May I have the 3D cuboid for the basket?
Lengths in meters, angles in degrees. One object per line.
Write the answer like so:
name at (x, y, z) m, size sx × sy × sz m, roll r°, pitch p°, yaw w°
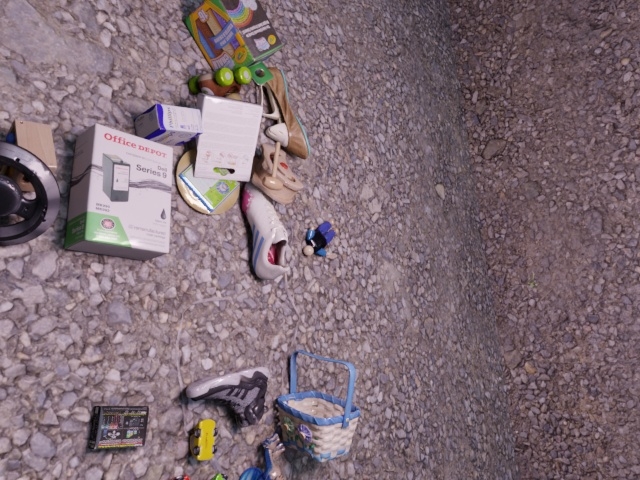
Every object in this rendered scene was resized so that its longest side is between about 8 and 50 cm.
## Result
basket at (-0.003, 0.492, 1.460) m, size 0.201 × 0.254 × 0.289 m, roll 11°, pitch 82°, yaw -43°

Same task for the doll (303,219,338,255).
doll at (0.000, 0.000, 1.762) m, size 0.189 × 0.046 × 0.129 m, roll -43°, pitch 109°, yaw -46°

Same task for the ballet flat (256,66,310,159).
ballet flat at (-0.147, -0.435, 1.694) m, size 0.124 × 0.116 × 0.343 m, roll -20°, pitch 94°, yaw -28°

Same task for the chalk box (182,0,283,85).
chalk box at (-0.261, -0.637, 1.566) m, size 0.180 × 0.179 × 0.289 m, roll -48°, pitch 115°, yaw -45°

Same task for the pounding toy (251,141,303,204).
pounding toy at (-0.119, -0.225, 1.541) m, size 0.154 × 0.155 × 0.270 m, roll 28°, pitch 29°, yaw -28°

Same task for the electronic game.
electronic game at (-0.652, -0.092, 0.977) m, size 0.229 × 0.229 × 0.048 m, roll 38°, pitch 9°, yaw -34°

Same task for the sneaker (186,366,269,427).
sneaker at (-0.239, 0.439, 1.328) m, size 0.268 × 0.101 × 0.153 m, roll 3°, pitch 74°, yaw -50°

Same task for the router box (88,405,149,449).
router box at (-0.466, 0.433, 1.129) m, size 0.122 × 0.038 × 0.092 m, roll 19°, pitch 65°, yaw -43°

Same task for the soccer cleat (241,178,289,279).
soccer cleat at (-0.159, -0.043, 1.527) m, size 0.115 × 0.143 × 0.332 m, roll -1°, pitch 79°, yaw -48°

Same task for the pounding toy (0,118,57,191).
pounding toy at (-0.651, -0.166, 1.049) m, size 0.100 × 0.141 × 0.130 m, roll 2°, pitch 63°, yaw -47°

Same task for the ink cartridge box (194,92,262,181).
ink cartridge box at (-0.282, -0.301, 1.437) m, size 0.188 × 0.066 × 0.233 m, roll 0°, pitch 116°, yaw -37°

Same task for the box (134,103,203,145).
box at (-0.417, -0.315, 1.336) m, size 0.137 × 0.126 × 0.072 m, roll -6°, pitch 85°, yaw -48°

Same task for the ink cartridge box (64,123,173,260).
ink cartridge box at (-0.490, -0.112, 1.199) m, size 0.211 × 0.121 × 0.290 m, roll 13°, pitch 69°, yaw -46°

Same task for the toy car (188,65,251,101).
toy car at (-0.294, -0.424, 1.500) m, size 0.148 × 0.154 × 0.189 m, roll -27°, pitch 112°, yaw -48°

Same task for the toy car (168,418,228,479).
toy car at (-0.298, 0.615, 1.251) m, size 0.225 × 0.053 × 0.239 m, roll 51°, pitch 47°, yaw -26°

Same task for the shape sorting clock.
shape sorting clock at (-0.334, -0.178, 1.451) m, size 0.206 × 0.040 × 0.207 m, roll 6°, pitch 81°, yaw -37°

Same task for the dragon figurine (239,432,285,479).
dragon figurine at (-0.172, 0.687, 1.342) m, size 0.085 × 0.144 × 0.289 m, roll 47°, pitch 68°, yaw -30°
